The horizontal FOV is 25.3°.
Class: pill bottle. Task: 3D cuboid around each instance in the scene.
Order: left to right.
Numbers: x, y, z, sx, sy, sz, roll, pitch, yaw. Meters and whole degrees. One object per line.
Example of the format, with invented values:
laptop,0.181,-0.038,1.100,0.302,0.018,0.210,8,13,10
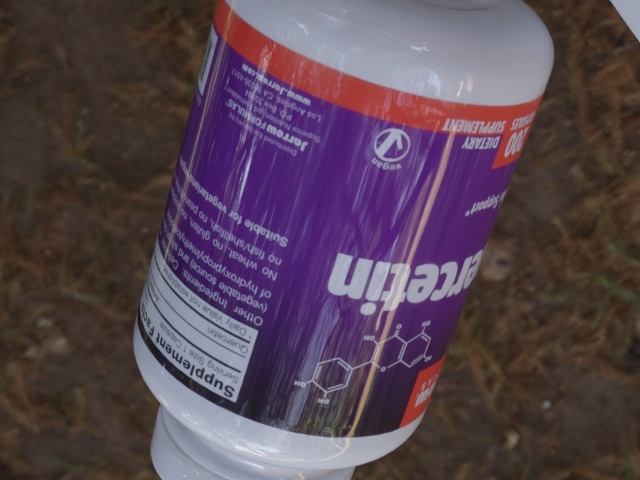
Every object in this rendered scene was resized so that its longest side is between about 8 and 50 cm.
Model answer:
pill bottle,0.000,0.000,0.810,0.181,0.181,0.322,30,118,26

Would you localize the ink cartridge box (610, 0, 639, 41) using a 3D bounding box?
ink cartridge box,0.250,-0.119,0.723,0.203,0.148,0.086,56,159,5
